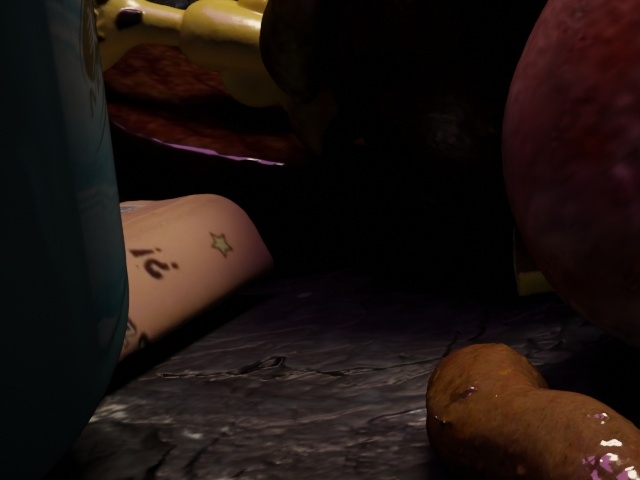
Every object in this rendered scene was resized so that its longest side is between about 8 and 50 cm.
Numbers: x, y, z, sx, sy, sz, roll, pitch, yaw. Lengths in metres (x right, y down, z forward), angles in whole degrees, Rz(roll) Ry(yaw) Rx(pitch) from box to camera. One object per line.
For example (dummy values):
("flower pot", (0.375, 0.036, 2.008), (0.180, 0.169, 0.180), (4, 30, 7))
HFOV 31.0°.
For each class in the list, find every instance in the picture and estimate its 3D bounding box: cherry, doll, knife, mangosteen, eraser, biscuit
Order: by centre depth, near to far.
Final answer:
("cherry", (0.219, -0.066, 0.546), (0.285, 0.236, 0.213), (-42, -21, -1))
("eraser", (-0.178, 0.044, 0.760), (0.171, 0.087, 0.290), (-6, 12, 31))
("mangosteen", (0.102, -0.166, 0.774), (0.347, 0.307, 0.307), (5, 15, 10))
("doll", (-0.121, -0.171, 0.926), (0.291, 0.117, 0.086), (9, 15, 7))
("knife", (0.000, 0.000, 0.949), (0.031, 0.018, 0.121), (-13, 15, -5))
("biscuit", (-0.018, -0.107, 1.038), (0.407, 0.091, 0.407), (5, 26, -2))

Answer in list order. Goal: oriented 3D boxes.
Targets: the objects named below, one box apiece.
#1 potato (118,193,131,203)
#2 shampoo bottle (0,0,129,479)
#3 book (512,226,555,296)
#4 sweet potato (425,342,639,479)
("potato", (-0.154, -0.099, 1.255), (0.169, 0.143, 0.248), (-13, 3, 11))
("shampoo bottle", (-0.257, -0.065, 0.475), (0.331, 0.342, 0.331), (1, 45, -1))
("book", (0.320, -0.033, 0.796), (0.374, 0.028, 0.262), (-8, 15, 11))
("sweet potato", (0.082, 0.079, 0.443), (0.065, 0.051, 0.218), (-12, 12, -12))
